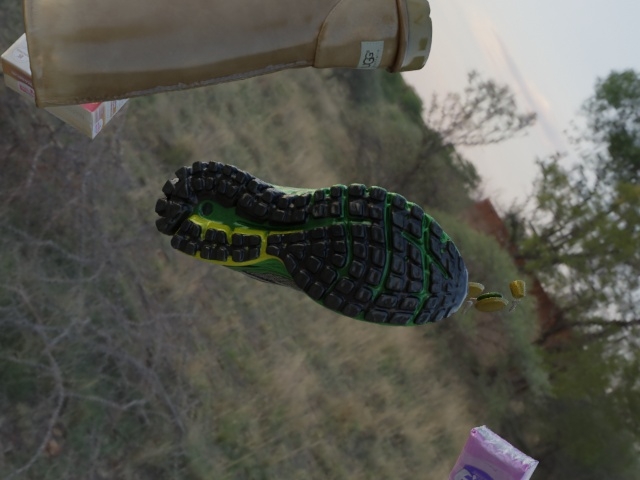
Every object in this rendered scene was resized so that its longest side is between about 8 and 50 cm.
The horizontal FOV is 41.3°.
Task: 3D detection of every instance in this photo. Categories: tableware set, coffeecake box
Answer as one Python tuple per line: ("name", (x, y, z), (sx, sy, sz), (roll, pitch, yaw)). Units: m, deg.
("tableware set", (0.209, 0.073, 1.189), (0.104, 0.154, 0.024), (97, -9, -63))
("coffeecake box", (-0.311, -0.251, 1.146), (0.142, 0.186, 0.068), (32, -28, 2))

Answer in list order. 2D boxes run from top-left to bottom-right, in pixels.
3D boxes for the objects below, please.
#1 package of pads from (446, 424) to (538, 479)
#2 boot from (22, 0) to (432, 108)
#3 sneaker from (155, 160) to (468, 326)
("package of pads", (0.119, 0.183, 0.625), (0.050, 0.083, 0.032), (33, 20, 30))
("boot", (-0.073, -0.207, 0.606), (0.089, 0.269, 0.236), (104, -25, -57))
("sneaker", (0.000, 0.000, 0.931), (0.343, 0.134, 0.146), (19, -4, 20))
